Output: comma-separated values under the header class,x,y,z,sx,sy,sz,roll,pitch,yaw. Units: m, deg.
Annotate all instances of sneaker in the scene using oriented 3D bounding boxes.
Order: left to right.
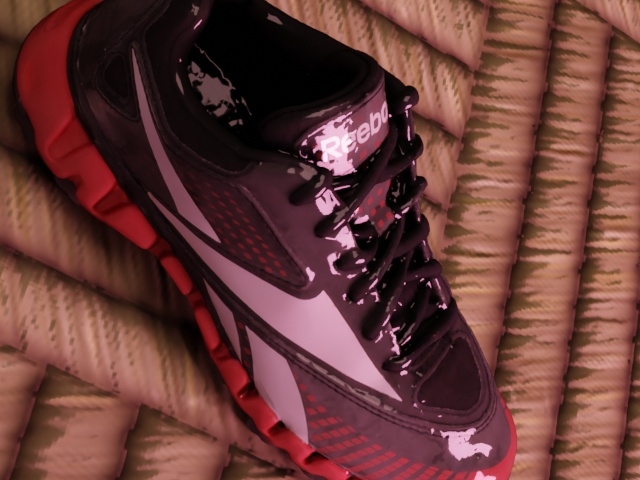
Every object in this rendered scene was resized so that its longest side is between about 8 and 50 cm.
class,x,y,z,sx,sy,sz,roll,pitch,yaw
sneaker,0.000,0.000,0.654,0.276,0.135,0.097,51,48,-9
